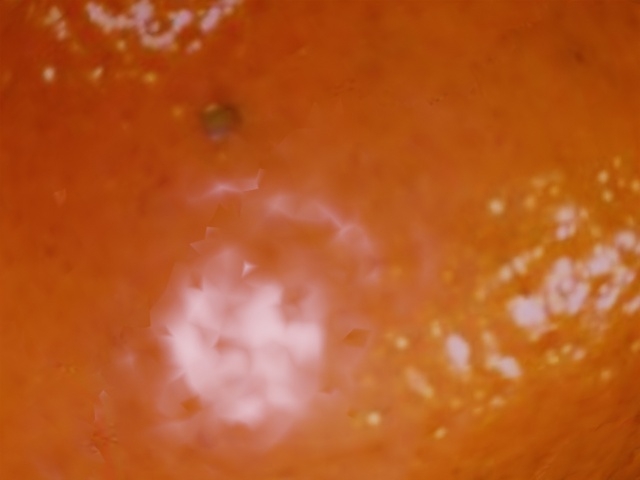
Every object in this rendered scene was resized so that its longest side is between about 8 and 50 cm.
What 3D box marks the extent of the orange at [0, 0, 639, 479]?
[{"bbox_3d":[0.000,0.000,0.711,0.424,0.326,0.424,-26,158,-11],"label":"orange"}]
